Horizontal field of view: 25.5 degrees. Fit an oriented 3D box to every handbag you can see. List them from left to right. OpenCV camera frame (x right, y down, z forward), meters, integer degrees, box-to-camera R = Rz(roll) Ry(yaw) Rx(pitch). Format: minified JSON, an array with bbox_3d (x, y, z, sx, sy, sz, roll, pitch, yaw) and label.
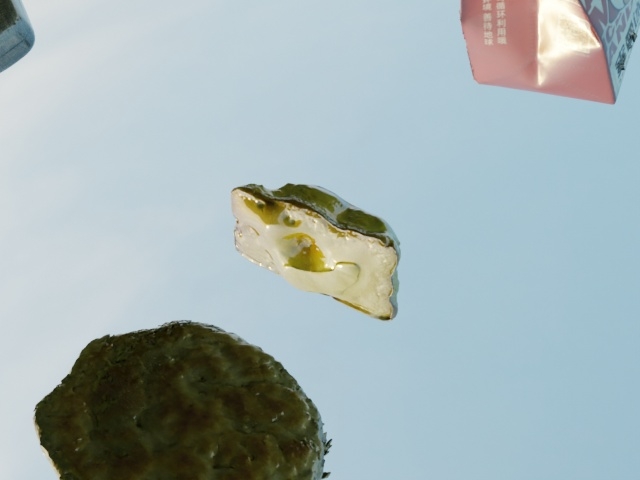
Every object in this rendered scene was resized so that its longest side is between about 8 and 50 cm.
[{"bbox_3d":[0.203,-0.263,1.236,0.151,0.298,0.171,13,-112,20],"label":"handbag"}]

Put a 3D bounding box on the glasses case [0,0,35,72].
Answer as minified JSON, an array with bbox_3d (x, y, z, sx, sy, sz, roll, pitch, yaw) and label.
[{"bbox_3d":[-0.437,-0.321,1.641,0.131,0.074,0.323,-29,-117,4],"label":"glasses case"}]

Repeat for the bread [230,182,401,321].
[{"bbox_3d":[0.000,0.000,1.739,0.233,0.160,0.088,20,-132,12],"label":"bread"}]

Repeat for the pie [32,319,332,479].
[{"bbox_3d":[-0.090,0.126,0.880,0.163,0.079,0.193,-22,-135,-34],"label":"pie"}]
